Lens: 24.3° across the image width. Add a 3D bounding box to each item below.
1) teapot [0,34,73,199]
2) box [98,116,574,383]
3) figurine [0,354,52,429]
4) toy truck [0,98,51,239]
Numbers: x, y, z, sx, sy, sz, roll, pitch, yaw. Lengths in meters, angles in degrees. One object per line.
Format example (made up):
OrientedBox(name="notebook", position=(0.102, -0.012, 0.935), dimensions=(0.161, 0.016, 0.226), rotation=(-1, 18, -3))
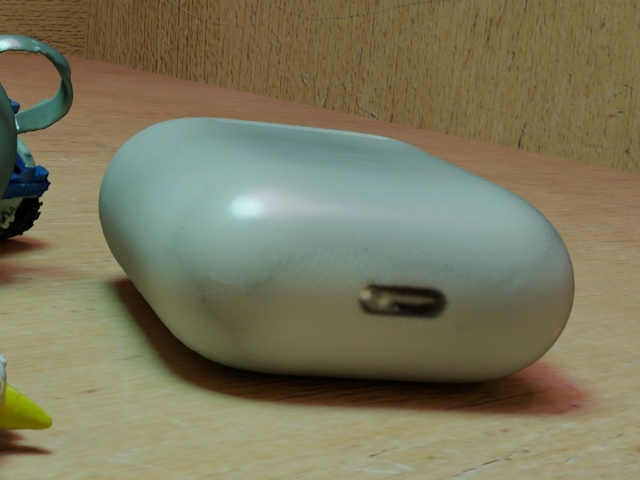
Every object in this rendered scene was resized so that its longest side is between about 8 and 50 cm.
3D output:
OrientedBox(name="teapot", position=(-0.320, -0.074, 1.081), dimensions=(0.294, 0.129, 0.193), rotation=(-22, 57, -3))
OrientedBox(name="box", position=(0.000, 0.001, 1.060), dimensions=(0.288, 0.141, 0.349), rotation=(3, 11, -18))
OrientedBox(name="figurine", position=(-0.209, 0.064, 0.709), dimensions=(0.178, 0.109, 0.129), rotation=(15, -3, -22))
OrientedBox(name="toy truck", position=(-0.325, -0.089, 1.231), dimensions=(0.208, 0.126, 0.113), rotation=(33, 14, 12))
